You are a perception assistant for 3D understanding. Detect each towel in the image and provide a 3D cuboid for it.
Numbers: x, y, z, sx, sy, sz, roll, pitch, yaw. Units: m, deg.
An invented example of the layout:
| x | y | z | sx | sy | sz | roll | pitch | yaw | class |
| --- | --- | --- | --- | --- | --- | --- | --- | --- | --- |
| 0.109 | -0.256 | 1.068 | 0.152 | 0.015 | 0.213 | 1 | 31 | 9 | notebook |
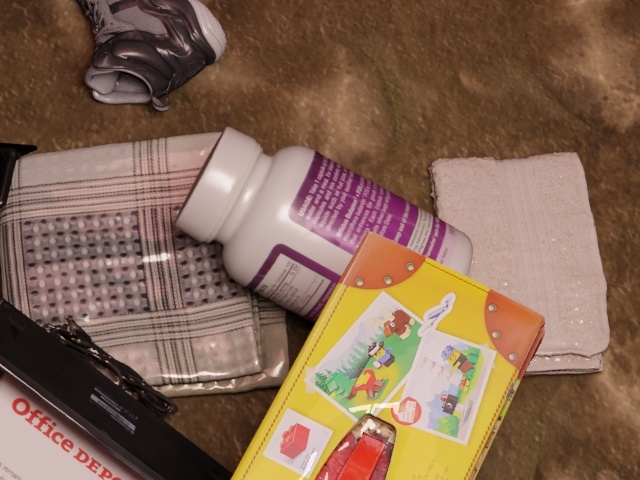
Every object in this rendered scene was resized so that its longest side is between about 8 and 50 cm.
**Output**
| x | y | z | sx | sy | sz | roll | pitch | yaw | class |
| --- | --- | --- | --- | --- | --- | --- | --- | --- | --- |
| -0.199 | 0.028 | 1.748 | 0.324 | 0.056 | 0.312 | -4 | 66 | -8 | towel |
| 0.230 | 0.025 | 1.792 | 0.187 | 0.049 | 0.282 | -3 | 65 | -7 | towel |

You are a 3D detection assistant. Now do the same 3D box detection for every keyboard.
| x | y | z | sx | sy | sz | roll | pitch | yaw | class |
| --- | --- | --- | --- | --- | --- | --- | --- | --- | --- |
| -0.216 | 0.170 | 1.590 | 0.317 | 0.201 | 0.033 | 40 | 104 | -10 | keyboard |

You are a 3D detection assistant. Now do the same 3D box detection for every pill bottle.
| x | y | z | sx | sy | sz | roll | pitch | yaw | class |
| --- | --- | --- | --- | --- | --- | --- | --- | --- | --- |
| 0.000 | 0.000 | 1.685 | 0.301 | 0.169 | 0.169 | 29 | 65 | -7 | pill bottle |

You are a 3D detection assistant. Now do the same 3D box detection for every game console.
| x | y | z | sx | sy | sz | roll | pitch | yaw | class |
| --- | --- | --- | --- | --- | --- | --- | --- | --- | --- |
| -0.395 | -0.077 | 1.745 | 0.122 | 0.071 | 0.107 | 4 | 69 | 10 | game console |

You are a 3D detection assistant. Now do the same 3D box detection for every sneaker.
| x | y | z | sx | sy | sz | roll | pitch | yaw | class |
| --- | --- | --- | --- | --- | --- | --- | --- | --- | --- |
| -0.257 | -0.261 | 1.848 | 0.268 | 0.101 | 0.153 | 32 | 64 | 7 | sneaker |

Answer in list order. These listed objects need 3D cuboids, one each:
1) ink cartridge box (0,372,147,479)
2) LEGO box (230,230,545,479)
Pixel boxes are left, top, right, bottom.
| x | y | z | sx | sy | sz | roll | pitch | yaw | class |
| --- | --- | --- | --- | --- | --- | --- | --- | --- | --- |
| -0.322 | 0.301 | 1.536 | 0.201 | 0.117 | 0.278 | 39 | 61 | -9 | ink cartridge box |
| 0.000 | 0.303 | 1.465 | 0.193 | 0.372 | 0.500 | 26 | 65 | 7 | LEGO box |
